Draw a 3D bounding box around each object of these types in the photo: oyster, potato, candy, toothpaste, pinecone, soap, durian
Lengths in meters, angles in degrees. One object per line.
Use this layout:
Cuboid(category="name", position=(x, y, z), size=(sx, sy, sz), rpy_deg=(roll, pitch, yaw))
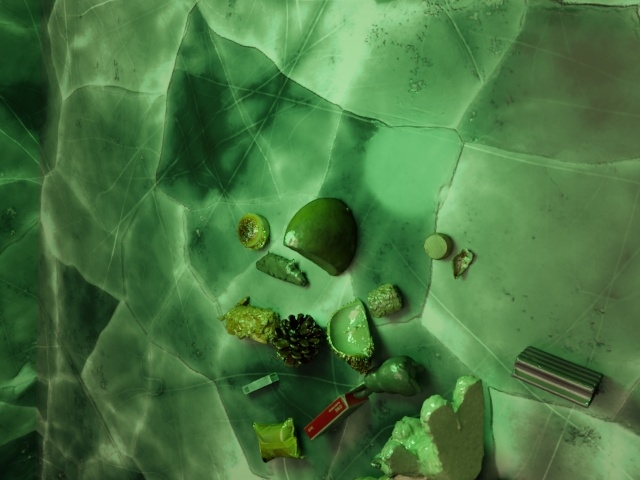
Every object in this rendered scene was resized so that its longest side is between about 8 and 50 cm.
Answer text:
Cuboid(category="oyster", position=(0.407, 0.065, 1.653), size=(0.051, 0.034, 0.093), rpy_deg=(39, 106, 8))
Cuboid(category="potato", position=(0.000, 0.000, 1.801), size=(0.112, 0.255, 0.269), rpy_deg=(2, 97, 37))
Cuboid(category="candy", position=(0.202, 0.190, 1.792), size=(0.110, 0.085, 0.095), rpy_deg=(-19, 93, 25))
Cuboid(category="toothpaste", position=(-0.231, 0.547, 2.162), size=(0.164, 0.046, 0.034), rpy_deg=(-32, 75, 34))
Cuboid(category="pinecone", position=(-0.080, 0.343, 1.967), size=(0.195, 0.150, 0.179), rpy_deg=(-51, 61, 25))
Cuboid(category="soap", position=(0.617, 0.353, 1.480), size=(0.203, 0.122, 0.065), rpy_deg=(19, 108, 34))
Cuboid(category="durian", position=(0.099, 0.314, 1.831), size=(0.139, 0.144, 0.252), rpy_deg=(-39, 40, 31))

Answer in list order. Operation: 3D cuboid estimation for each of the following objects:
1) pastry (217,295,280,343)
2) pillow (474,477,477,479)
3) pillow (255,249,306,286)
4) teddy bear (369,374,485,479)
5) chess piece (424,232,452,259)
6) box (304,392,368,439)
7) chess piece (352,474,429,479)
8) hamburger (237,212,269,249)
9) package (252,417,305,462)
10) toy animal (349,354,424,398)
Cuboid(category="pastry", position=(-0.267, 0.298, 2.123), size=(0.250, 0.102, 0.154), rpy_deg=(8, 99, 35))
Cuboid(category="pillow", position=(0.415, 0.748, 1.671), size=(0.059, 0.169, 0.254), rpy_deg=(13, 105, 2))
Cuboid(category="pillow", position=(-0.143, 0.095, 2.042), size=(0.241, 0.051, 0.093), rpy_deg=(17, 105, 36))
Cuboid(category="teddy bear", position=(0.280, 0.543, 1.633), size=(0.362, 0.328, 0.375), rpy_deg=(11, 118, 54))
Cuboid(category="chess piece", position=(0.350, 0.017, 1.685), size=(0.084, 0.038, 0.083), rpy_deg=(7, 102, 35))
Cuboid(category="box", position=(0.055, 0.585, 1.914), size=(0.229, 0.123, 0.050), rpy_deg=(-50, 63, 30))
Cuboid(category="chess piece", position=(0.247, 0.801, 1.811), size=(0.301, 0.137, 0.137), rpy_deg=(-28, 79, 30))
Cuboid(category="hamburger", position=(-0.250, -0.032, 2.084), size=(0.127, 0.082, 0.141), rpy_deg=(-16, 85, 36))
Cuboid(category="package", position=(-0.156, 0.745, 2.105), size=(0.226, 0.090, 0.168), rpy_deg=(-18, 88, 39))
Cuboid(category="toy animal", position=(0.199, 0.434, 1.788), size=(0.251, 0.125, 0.127), rpy_deg=(-20, 95, 37))
